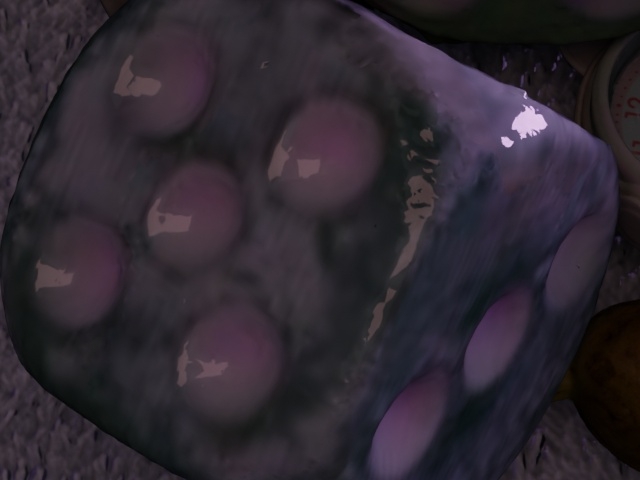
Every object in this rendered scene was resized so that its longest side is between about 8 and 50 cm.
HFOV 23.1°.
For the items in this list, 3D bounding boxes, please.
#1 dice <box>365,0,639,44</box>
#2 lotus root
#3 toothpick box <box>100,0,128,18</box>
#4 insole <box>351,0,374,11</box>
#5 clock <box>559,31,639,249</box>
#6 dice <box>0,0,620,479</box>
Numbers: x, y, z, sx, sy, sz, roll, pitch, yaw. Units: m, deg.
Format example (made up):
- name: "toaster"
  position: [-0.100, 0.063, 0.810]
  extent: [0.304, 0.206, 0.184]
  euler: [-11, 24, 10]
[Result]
- name: "dice"
  position: [0.161, -0.361, 1.221]
  extent: [0.318, 0.330, 0.322]
  euler: [2, 59, 7]
- name: "lotus root"
  position: [0.302, 0.120, 1.221]
  extent: [0.314, 0.169, 0.141]
  euler: [16, 64, 9]
- name: "toothpick box"
  position: [-0.113, -0.256, 1.360]
  extent: [0.180, 0.111, 0.111]
  euler: [-26, 76, 4]
- name: "insole"
  position: [-0.026, -0.270, 1.418]
  extent: [0.119, 0.009, 0.348]
  euler: [-14, 77, -1]
- name: "clock"
  position: [0.339, -0.084, 1.265]
  extent: [0.324, 0.109, 0.265]
  euler: [12, 59, 13]
- name: "dice"
  position: [0.000, 0.000, 1.139]
  extent: [0.330, 0.328, 0.348]
  euler: [26, 94, 30]
